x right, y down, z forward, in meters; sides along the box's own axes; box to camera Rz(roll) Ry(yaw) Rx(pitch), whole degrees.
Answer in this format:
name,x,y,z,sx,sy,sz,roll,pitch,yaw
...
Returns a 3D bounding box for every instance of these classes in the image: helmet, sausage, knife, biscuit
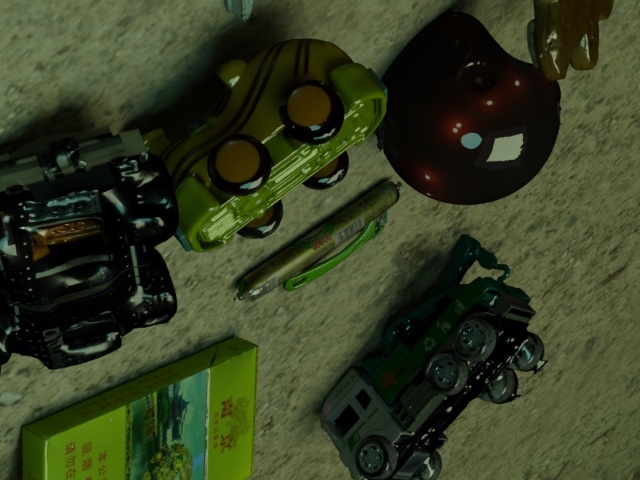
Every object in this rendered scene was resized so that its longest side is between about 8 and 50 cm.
name,x,y,z,sx,sy,sz,roll,pitch,yaw
helmet,0.164,-0.137,1.998,0.216,0.193,0.189,-1,149,3
sausage,0.000,0.000,2.104,0.269,0.033,0.033,-35,153,-26
knife,0.023,0.012,2.175,0.166,0.022,0.078,-38,150,-21
biscuit,0.281,-0.285,2.001,0.301,0.049,0.196,-39,128,-61

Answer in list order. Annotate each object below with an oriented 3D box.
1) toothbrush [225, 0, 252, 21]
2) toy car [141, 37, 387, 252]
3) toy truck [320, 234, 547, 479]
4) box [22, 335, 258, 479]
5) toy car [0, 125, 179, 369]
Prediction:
name,x,y,z,sx,sy,sz,roll,pitch,yaw
toothbrush,-0.070,-0.294,1.544,0.020,0.025,0.286,-36,153,-24
toy car,-0.063,-0.104,1.703,0.248,0.142,0.200,-37,169,-10
toy truck,0.158,0.182,2.464,0.363,0.178,0.176,-53,146,15
box,-0.204,0.247,2.060,0.335,0.047,0.187,-22,123,-44
toy car,-0.236,0.017,1.641,0.193,0.118,0.301,-17,152,-15
